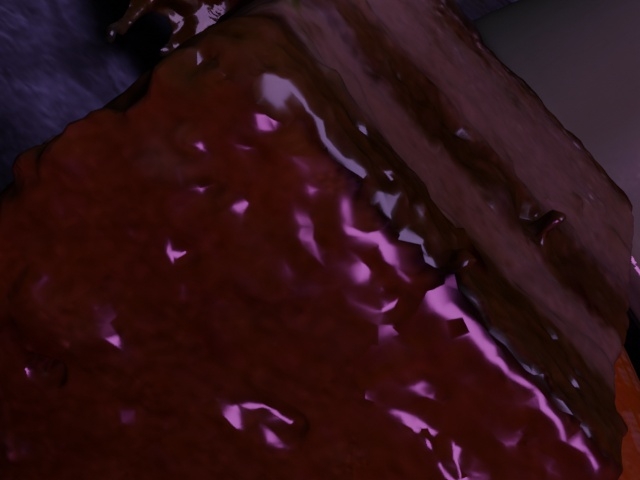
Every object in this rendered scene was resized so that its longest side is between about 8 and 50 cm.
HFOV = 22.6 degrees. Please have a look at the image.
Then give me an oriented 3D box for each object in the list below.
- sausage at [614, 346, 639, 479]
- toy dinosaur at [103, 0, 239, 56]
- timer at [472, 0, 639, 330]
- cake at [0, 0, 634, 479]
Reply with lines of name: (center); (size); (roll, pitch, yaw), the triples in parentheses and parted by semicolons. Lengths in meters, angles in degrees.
sausage: (0.116, 0.069, 0.840); (0.093, 0.093, 0.312); (25, 35, -41)
toy dinosaur: (-0.014, -0.117, 0.806); (0.206, 0.113, 0.327); (-6, 87, -43)
timer: (0.288, -0.090, 0.984); (0.291, 0.315, 0.291); (55, 8, -12)
cake: (0.000, 0.000, 0.622); (0.199, 0.196, 0.293); (45, 28, -7)
